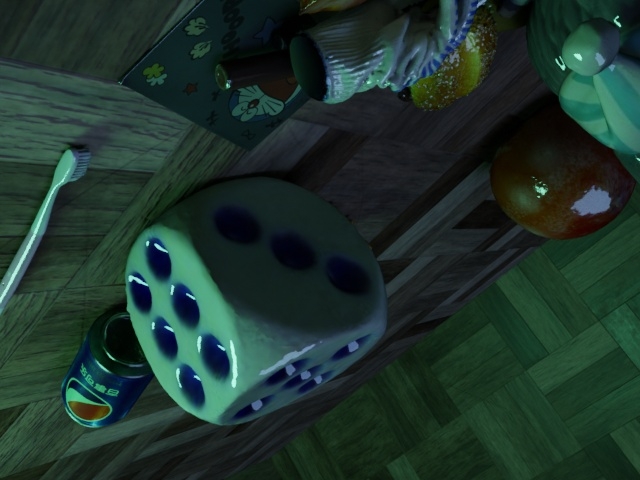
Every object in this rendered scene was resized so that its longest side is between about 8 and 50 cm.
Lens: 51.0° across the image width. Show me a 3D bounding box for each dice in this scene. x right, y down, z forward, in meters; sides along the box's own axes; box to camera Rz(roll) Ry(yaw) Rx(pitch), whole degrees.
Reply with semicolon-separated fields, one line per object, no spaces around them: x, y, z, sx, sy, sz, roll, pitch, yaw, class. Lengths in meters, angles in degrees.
-0.086;0.078;0.885;0.251;0.259;0.243;-14;151;-42;dice

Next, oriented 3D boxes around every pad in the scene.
-0.073;-0.174;0.693;0.170;0.006;0.245;-38;160;13;pad

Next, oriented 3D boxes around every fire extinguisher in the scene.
-0.026;-0.189;0.683;0.173;0.035;0.049;-21;118;-31;fire extinguisher

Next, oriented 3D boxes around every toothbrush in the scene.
-0.308;0.002;0.718;0.025;0.020;0.286;-17;155;-53;toothbrush

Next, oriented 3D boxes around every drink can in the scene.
-0.316;0.198;1.015;0.118;0.118;0.205;-14;152;-43;drink can

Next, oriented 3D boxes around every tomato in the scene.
0.467;-0.126;1.272;0.265;0.265;0.265;-29;160;-12;tomato

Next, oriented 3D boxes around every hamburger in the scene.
0.149;-0.218;0.806;0.137;0.087;0.166;-30;160;-8;hamburger

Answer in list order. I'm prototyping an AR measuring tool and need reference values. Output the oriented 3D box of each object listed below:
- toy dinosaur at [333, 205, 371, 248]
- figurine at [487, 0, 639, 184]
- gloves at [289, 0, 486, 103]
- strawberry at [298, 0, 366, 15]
0.000;0.000;1.119;0.117;0.070;0.288;-37;155;11;toy dinosaur
0.359;-0.230;0.683;0.266;0.378;0.361;-40;160;17;figurine
0.077;-0.210;0.673;0.229;0.119;0.097;-30;152;-9;gloves
0.058;-0.256;0.595;0.187;0.082;0.146;-25;-176;-1;strawberry
